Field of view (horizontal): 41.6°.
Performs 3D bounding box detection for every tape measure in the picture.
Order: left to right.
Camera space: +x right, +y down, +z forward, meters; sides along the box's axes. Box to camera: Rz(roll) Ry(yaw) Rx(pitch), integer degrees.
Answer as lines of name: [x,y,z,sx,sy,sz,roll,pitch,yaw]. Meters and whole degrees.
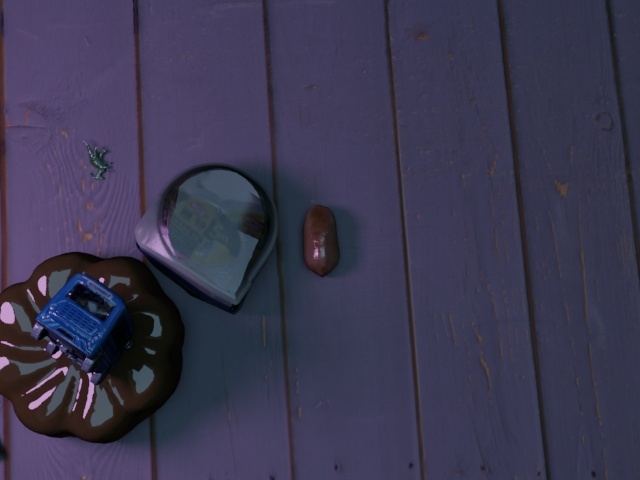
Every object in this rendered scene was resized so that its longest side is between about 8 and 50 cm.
tape measure: [-0.213,-0.018,1.694,0.259,0.138,0.262,34,80,-1]

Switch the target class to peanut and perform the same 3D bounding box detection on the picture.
peanut: [0.000,0.000,1.746,0.076,0.076,0.152,-3,84,-6]

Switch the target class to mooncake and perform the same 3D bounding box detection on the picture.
mooncake: [-0.445,0.201,1.605,0.378,0.201,0.378,1,80,-6]

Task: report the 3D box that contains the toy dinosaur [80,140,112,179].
toy dinosaur: [-0.471,-0.164,1.748,0.083,0.021,0.062,26,93,-3]

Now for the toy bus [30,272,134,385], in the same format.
toy bus: [-0.384,0.148,1.403,0.113,0.246,0.134,33,72,3]

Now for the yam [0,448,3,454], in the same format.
yam: [-0.664,0.359,1.644,0.032,0.032,0.145,-27,84,-9]
